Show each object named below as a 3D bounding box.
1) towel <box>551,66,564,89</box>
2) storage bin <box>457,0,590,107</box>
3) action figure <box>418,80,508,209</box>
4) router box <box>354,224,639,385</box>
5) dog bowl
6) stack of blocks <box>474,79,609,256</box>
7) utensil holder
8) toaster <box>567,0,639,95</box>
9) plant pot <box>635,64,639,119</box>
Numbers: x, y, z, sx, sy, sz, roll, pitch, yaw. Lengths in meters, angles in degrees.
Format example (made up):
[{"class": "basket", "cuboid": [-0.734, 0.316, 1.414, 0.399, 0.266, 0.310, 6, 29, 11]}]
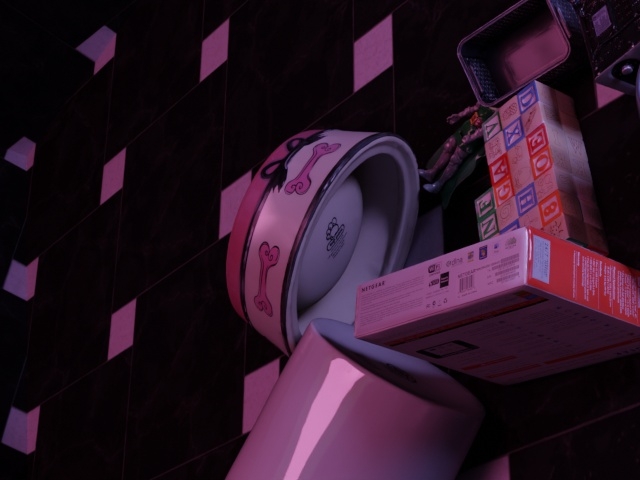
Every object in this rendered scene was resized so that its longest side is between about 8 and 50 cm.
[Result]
[{"class": "towel", "cuboid": [0.374, -0.277, 2.177, 0.083, 0.009, 0.060, -63, 33, 12]}, {"class": "storage bin", "cuboid": [0.323, -0.298, 2.136, 0.180, 0.084, 0.122, -31, 74, 34]}, {"class": "action figure", "cuboid": [0.253, -0.179, 2.267, 0.232, 0.063, 0.137, -51, 33, 22]}, {"class": "router box", "cuboid": [0.265, 0.101, 1.851, 0.335, 0.301, 0.082, -22, 56, 48]}, {"class": "dog bowl", "cuboid": [0.000, 0.000, 2.211, 0.150, 0.408, 0.408, 22, 92, 27]}, {"class": "stack of blocks", "cuboid": [0.325, -0.073, 2.067, 0.171, 0.087, 0.297, -39, 43, 41]}, {"class": "utensil holder", "cuboid": [0.035, 0.357, 2.067, 0.385, 0.327, 0.327, -62, 32, 8]}, {"class": "toaster", "cuboid": [0.467, -0.325, 1.963, 0.168, 0.110, 0.186, -40, 43, 38]}, {"class": "plant pot", "cuboid": [0.520, -0.188, 1.726, 0.290, 0.195, 0.290, -33, 47, 44]}]
